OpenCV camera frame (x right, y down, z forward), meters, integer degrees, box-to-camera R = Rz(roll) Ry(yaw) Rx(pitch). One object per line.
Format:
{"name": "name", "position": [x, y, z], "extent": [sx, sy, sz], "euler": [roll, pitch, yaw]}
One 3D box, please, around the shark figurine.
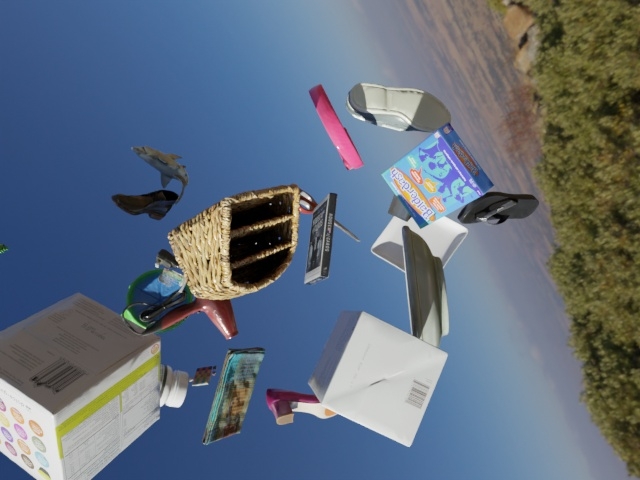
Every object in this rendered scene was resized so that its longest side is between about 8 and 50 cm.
{"name": "shark figurine", "position": [-0.514, -0.217, 1.699], "extent": [0.278, 0.116, 0.166], "euler": [39, -160, 27]}

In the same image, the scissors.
{"name": "scissors", "position": [0.020, -0.089, 1.647], "extent": [0.297, 0.021, 0.109], "euler": [26, -147, -32]}

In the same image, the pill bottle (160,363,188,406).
{"name": "pill bottle", "position": [-0.662, 0.543, 1.889], "extent": [0.283, 0.161, 0.161], "euler": [19, -143, -25]}

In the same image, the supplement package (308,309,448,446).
{"name": "supplement package", "position": [0.112, 0.283, 1.087], "extent": [0.197, 0.199, 0.263], "euler": [26, 170, -3]}

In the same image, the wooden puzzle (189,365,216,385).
{"name": "wooden puzzle", "position": [-0.306, 0.353, 1.291], "extent": [0.006, 0.083, 0.049], "euler": [56, -150, -40]}

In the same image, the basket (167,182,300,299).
{"name": "basket", "position": [-0.166, 0.011, 1.198], "extent": [0.299, 0.223, 0.214], "euler": [-20, -95, -59]}

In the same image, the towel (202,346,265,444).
{"name": "towel", "position": [-0.342, 0.617, 2.008], "extent": [0.271, 0.040, 0.371], "euler": [23, -98, -65]}

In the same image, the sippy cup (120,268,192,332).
{"name": "sippy cup", "position": [-0.610, 0.249, 1.891], "extent": [0.224, 0.305, 0.240], "euler": [130, 143, -65]}

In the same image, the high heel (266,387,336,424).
{"name": "high heel", "position": [-0.035, 0.461, 1.450], "extent": [0.117, 0.243, 0.082], "euler": [-124, 33, -50]}

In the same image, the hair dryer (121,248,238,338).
{"name": "hair dryer", "position": [-0.345, 0.176, 1.316], "extent": [0.293, 0.224, 0.080], "euler": [27, 170, -13]}

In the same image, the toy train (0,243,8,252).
{"name": "toy train", "position": [-0.820, 0.022, 1.255], "extent": [0.024, 0.017, 0.083], "euler": [58, 179, -8]}

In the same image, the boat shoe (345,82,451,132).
{"name": "boat shoe", "position": [0.225, -0.379, 1.450], "extent": [0.099, 0.319, 0.117], "euler": [155, 123, -73]}

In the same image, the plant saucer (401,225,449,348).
{"name": "plant saucer", "position": [0.289, 0.155, 1.361], "extent": [0.400, 0.100, 0.401], "euler": [-6, -90, -80]}

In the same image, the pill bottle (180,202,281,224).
{"name": "pill bottle", "position": [-0.328, -0.037, 1.967], "extent": [0.229, 0.407, 0.229], "euler": [-21, -90, -88]}

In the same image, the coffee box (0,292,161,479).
{"name": "coffee box", "position": [-0.687, 0.411, 1.372], "extent": [0.338, 0.337, 0.335], "euler": [-38, -35, -53]}

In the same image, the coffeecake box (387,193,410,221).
{"name": "coffeecake box", "position": [0.279, -0.156, 1.477], "extent": [0.068, 0.143, 0.185], "euler": [26, -150, 16]}

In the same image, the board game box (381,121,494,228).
{"name": "board game box", "position": [0.244, -0.132, 1.073], "extent": [0.047, 0.210, 0.160], "euler": [-36, -91, -31]}

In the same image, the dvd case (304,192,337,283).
{"name": "dvd case", "position": [0.000, 0.000, 1.433], "extent": [0.179, 0.029, 0.239], "euler": [143, 135, -70]}

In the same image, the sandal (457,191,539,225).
{"name": "sandal", "position": [0.480, -0.080, 1.309], "extent": [0.097, 0.254, 0.055], "euler": [105, 150, -45]}

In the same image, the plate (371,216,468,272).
{"name": "plate", "position": [0.382, 0.005, 1.926], "extent": [0.278, 0.277, 0.045], "euler": [33, 171, 19]}

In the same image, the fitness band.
{"name": "fitness band", "position": [0.044, -0.321, 1.414], "extent": [0.209, 0.054, 0.291], "euler": [54, -169, -50]}

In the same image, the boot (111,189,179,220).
{"name": "boot", "position": [-0.551, -0.134, 1.576], "extent": [0.082, 0.106, 0.219], "euler": [58, -164, 19]}
